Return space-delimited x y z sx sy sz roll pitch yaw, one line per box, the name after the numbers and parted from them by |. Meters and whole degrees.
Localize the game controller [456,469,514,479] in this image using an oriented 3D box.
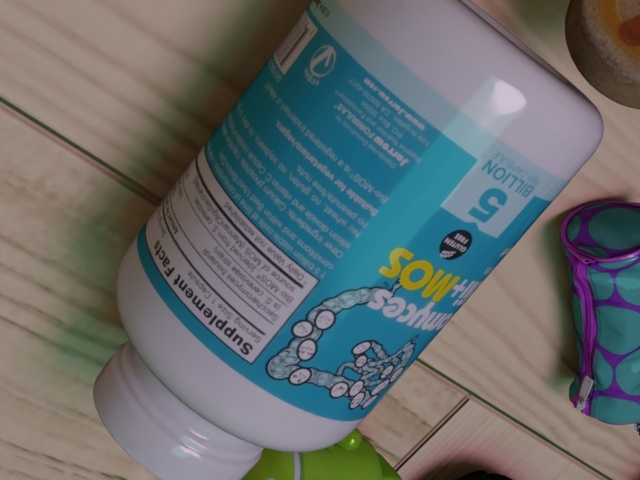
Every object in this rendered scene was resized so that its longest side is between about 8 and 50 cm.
0.039 0.287 0.810 0.319 0.067 0.166 -40 127 8 | game controller

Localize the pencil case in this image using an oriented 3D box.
0.185 0.048 0.708 0.070 0.064 0.151 -30 129 -21 | pencil case

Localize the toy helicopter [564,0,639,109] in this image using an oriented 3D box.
0.292 -0.133 0.562 0.355 0.235 0.140 -5 165 -8 | toy helicopter

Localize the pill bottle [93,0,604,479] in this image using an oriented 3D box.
0.000 0.000 0.551 0.146 0.146 0.264 28 110 -34 | pill bottle

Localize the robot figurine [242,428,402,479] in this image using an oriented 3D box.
-0.009 0.149 0.697 0.115 0.067 0.101 13 106 -28 | robot figurine
